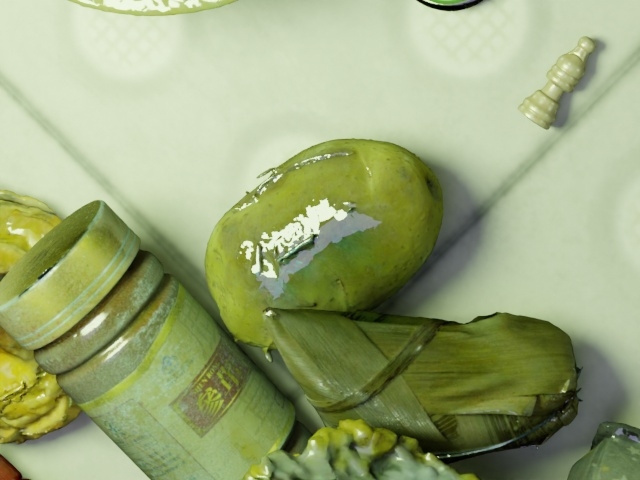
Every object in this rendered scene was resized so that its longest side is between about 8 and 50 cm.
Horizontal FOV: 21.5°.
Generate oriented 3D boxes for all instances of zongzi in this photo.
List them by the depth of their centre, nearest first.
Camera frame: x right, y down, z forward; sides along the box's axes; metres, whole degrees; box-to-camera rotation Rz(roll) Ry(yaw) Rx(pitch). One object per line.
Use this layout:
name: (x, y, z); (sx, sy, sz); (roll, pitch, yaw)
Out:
zongzi: (0.101, 0.105, 1.535); (0.251, 0.125, 0.274); (-16, 141, 12)

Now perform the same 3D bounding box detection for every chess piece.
chess piece: (0.224, -0.150, 1.562); (0.035, 0.035, 0.092); (36, 104, 5)

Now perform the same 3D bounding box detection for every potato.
potato: (0.000, 0.000, 1.590); (0.248, 0.143, 0.169); (-30, 103, 17)

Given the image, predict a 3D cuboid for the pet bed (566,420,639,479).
pet bed: (0.327, 0.270, 1.566); (0.211, 0.159, 0.183); (16, 129, 12)

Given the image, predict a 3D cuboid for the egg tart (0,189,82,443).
egg tart: (-0.351, 0.079, 1.710); (0.297, 0.132, 0.297); (4, 103, 19)

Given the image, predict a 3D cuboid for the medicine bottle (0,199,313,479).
medicine bottle: (-0.157, 0.127, 1.616); (0.151, 0.151, 0.322); (-36, 107, 18)

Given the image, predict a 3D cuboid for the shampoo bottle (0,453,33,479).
shampoo bottle: (-0.269, 0.318, 1.749); (0.260, 0.102, 0.064); (41, 78, 4)

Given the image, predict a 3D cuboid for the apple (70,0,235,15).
apple: (-0.148, -0.383, 1.482); (0.360, 0.320, 0.311); (24, 67, 3)

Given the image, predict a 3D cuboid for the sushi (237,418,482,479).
sushi: (0.044, 0.368, 1.441); (0.396, 0.351, 0.240); (33, 131, 4)

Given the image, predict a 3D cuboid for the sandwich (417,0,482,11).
sandwich: (0.135, -0.253, 1.567); (0.069, 0.026, 0.101); (39, 105, 8)
